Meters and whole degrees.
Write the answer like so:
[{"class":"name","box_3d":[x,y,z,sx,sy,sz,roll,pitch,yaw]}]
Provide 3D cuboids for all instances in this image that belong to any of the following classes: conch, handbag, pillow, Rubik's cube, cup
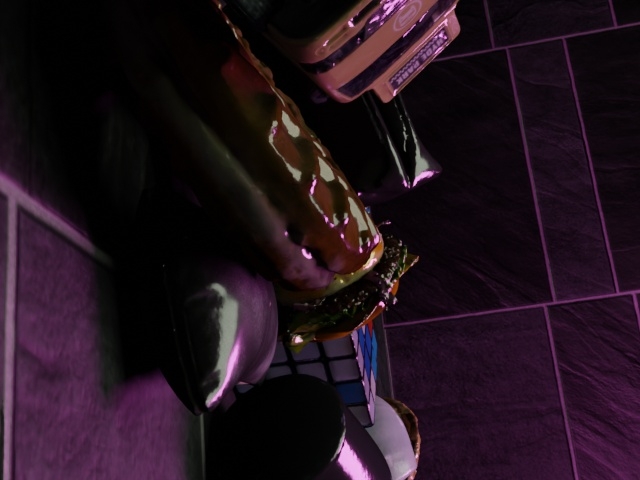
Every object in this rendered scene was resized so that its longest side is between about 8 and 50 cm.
[{"class":"conch","box_3d":[0.021,0.267,1.118,0.121,0.221,0.185,41,67,-16]},{"class":"handbag","box_3d":[-0.027,-0.175,1.049,0.342,0.152,0.288,-7,-77,56]},{"class":"pillow","box_3d":[-0.096,0.053,0.815,0.250,0.105,0.186,26,50,-82]},{"class":"Rubik's cube","box_3d":[-0.020,0.128,1.074,0.151,0.155,0.154,-82,161,-55]},{"class":"cup","box_3d":[-0.031,0.260,0.923,0.223,0.169,0.177,-53,139,-33]}]

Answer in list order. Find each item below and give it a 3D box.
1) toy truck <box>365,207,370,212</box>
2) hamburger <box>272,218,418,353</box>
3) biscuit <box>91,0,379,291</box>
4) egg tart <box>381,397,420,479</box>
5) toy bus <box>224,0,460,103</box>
[{"class":"toy truck","box_3d":[0.000,0.000,1.187,0.067,0.175,0.081,40,38,-3]},{"class":"hamburger","box_3d":[0.007,0.038,0.945,0.093,0.164,0.190,59,33,-21]},{"class":"biscuit","box_3d":[-0.070,-0.097,0.787,0.332,0.103,0.332,53,7,-10]},{"class":"egg tart","box_3d":[0.045,0.311,1.276,0.090,0.212,0.213,34,39,-34]},{"class":"toy bus","box_3d":[-0.042,-0.273,0.705,0.365,0.177,0.202,49,5,25]}]
